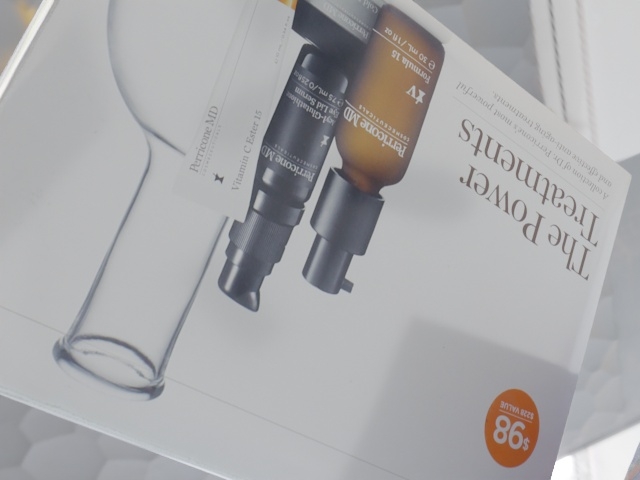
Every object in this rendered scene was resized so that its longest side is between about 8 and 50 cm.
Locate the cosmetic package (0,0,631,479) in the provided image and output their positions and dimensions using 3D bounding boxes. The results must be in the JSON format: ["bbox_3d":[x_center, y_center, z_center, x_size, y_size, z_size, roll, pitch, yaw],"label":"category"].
[{"bbox_3d":[0.000,0.000,0.454,0.377,0.284,0.097,29,-17,-26],"label":"cosmetic package"}]

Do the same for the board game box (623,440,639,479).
[{"bbox_3d":[0.174,0.161,0.409,0.047,0.210,0.160,25,-16,21],"label":"board game box"}]
